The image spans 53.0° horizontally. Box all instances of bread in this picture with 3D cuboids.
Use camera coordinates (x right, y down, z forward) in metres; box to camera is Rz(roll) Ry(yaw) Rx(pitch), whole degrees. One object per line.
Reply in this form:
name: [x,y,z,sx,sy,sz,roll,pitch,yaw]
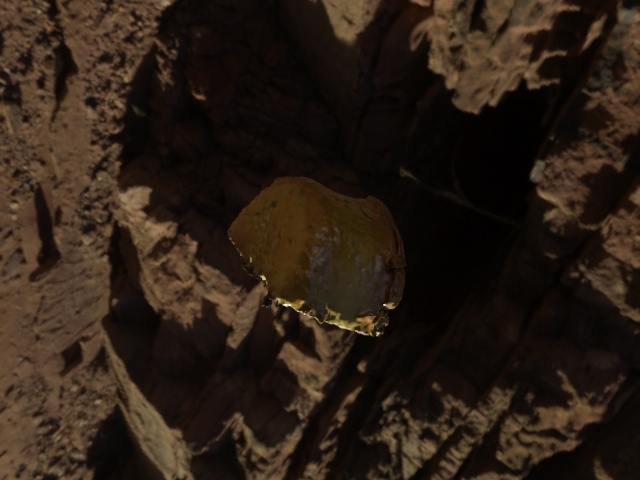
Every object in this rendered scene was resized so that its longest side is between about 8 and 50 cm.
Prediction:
bread: [0.001,-0.001,0.775,0.147,0.160,0.260,-63,-155,10]
